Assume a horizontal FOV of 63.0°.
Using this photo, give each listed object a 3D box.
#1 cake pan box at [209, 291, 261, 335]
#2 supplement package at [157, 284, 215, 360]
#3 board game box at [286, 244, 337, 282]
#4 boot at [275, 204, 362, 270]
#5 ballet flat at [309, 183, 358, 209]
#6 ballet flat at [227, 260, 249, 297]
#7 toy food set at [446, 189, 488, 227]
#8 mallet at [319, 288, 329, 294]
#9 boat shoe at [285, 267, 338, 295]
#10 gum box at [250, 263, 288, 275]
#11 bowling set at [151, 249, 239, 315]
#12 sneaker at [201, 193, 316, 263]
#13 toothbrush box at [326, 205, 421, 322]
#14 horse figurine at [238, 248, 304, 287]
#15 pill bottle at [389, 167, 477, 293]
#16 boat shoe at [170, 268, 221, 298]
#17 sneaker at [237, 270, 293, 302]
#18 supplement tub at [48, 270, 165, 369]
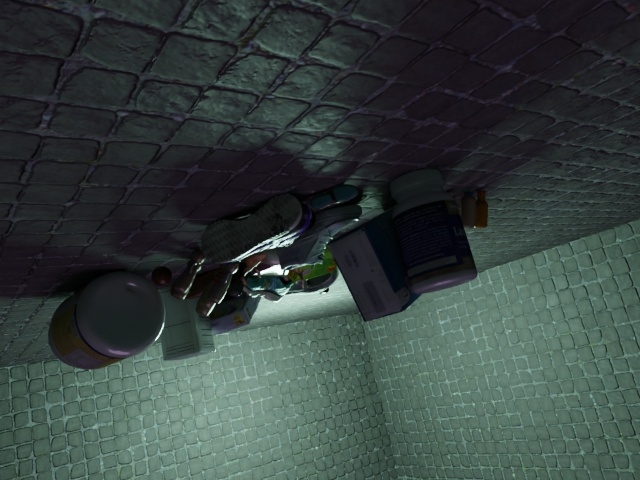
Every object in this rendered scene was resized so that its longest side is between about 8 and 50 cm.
[{"bbox_3d":[-0.360,0.267,1.982,0.246,0.070,0.267,-16,-164,11],"label":"cake pan box"},{"bbox_3d":[-0.468,0.279,1.802,0.139,0.244,0.134,-15,166,10],"label":"supplement package"},{"bbox_3d":[-0.014,0.066,1.631,0.181,0.043,0.092,-13,132,-44],"label":"board game box"},{"bbox_3d":[0.000,0.000,1.353,0.258,0.123,0.095,-19,165,24],"label":"boot"},{"bbox_3d":[0.031,-0.102,1.170,0.114,0.041,0.041,-17,166,18],"label":"ballet flat"},{"bbox_3d":[-0.250,0.106,1.571,0.058,0.049,0.173,-26,-153,12],"label":"ballet flat"},{"bbox_3d":[0.344,-0.089,1.444,0.232,0.104,0.111,2,-176,14],"label":"toy food set"},{"bbox_3d":[-0.055,0.246,2.516,0.190,0.039,0.062,-4,167,-15],"label":"mallet"},{"bbox_3d":[-0.088,0.144,1.888,0.320,0.116,0.099,-14,171,26],"label":"boat shoe"},{"bbox_3d":[-0.122,0.068,1.649,0.107,0.062,0.188,-23,163,33],"label":"gum box"},{"bbox_3d":[-0.340,0.085,1.430,0.200,0.154,0.287,31,155,-13],"label":"bowling set"},{"bbox_3d":[-0.136,-0.012,1.224,0.293,0.102,0.146,-19,166,25],"label":"sneaker"},{"bbox_3d":[0.182,0.039,1.315,0.126,0.216,0.296,-24,-176,41],"label":"toothbrush box"},{"bbox_3d":[-0.140,0.057,1.488,0.264,0.066,0.174,4,132,0],"label":"horse figurine"},{"bbox_3d":[0.252,-0.021,1.203,0.153,0.264,0.153,-13,168,-3],"label":"pill bottle"},{"bbox_3d":[-0.384,0.148,1.712,0.207,0.073,0.073,-14,165,7],"label":"boat shoe"},{"bbox_3d":[-0.192,0.124,1.751,0.110,0.107,0.275,-41,148,18],"label":"sneaker"},{"bbox_3d":[-0.627,0.241,1.508,0.241,0.240,0.331,0,161,-44],"label":"supplement tub"}]
